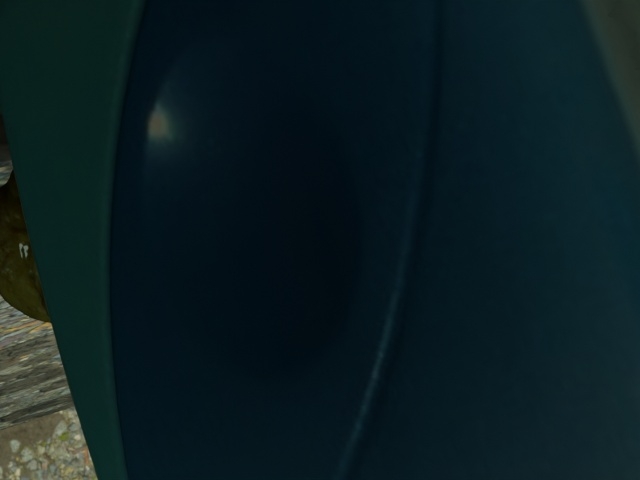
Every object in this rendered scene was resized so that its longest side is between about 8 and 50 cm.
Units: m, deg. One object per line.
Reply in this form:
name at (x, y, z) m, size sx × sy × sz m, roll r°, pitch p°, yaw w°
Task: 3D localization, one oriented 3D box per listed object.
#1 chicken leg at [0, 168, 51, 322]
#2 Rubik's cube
chicken leg at (-0.135, -0.008, 1.120) m, size 0.201 × 0.152 × 0.429 m, roll -24°, pitch -179°, yaw -16°
Rubik's cube at (0.103, -0.033, 0.687) m, size 0.347 × 0.351 × 0.352 m, roll -10°, pitch 164°, yaw -40°
